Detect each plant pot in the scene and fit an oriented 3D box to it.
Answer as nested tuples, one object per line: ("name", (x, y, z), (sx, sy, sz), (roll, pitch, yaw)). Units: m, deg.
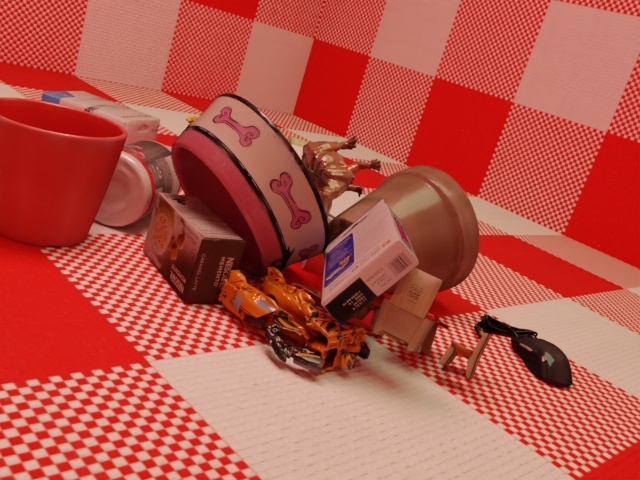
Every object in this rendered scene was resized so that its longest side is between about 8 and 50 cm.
("plant pot", (0.167, 0.004, 1.622), (0.280, 0.323, 0.323), (-18, 35, -35))
("plant pot", (-0.552, -0.135, 1.365), (0.274, 0.243, 0.275), (16, 17, -5))

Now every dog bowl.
("dog bowl", (-0.167, -0.100, 1.453), (0.150, 0.408, 0.408), (-36, 42, -20))

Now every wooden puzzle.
("wooden puzzle", (-0.039, 0.114, 1.481), (0.116, 0.014, 0.078), (19, 17, 5))

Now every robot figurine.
("robot figurine", (-0.043, 0.146, 1.248), (0.291, 0.085, 0.211), (29, 20, 35))

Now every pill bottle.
("pill bottle", (-0.443, -0.151, 1.650), (0.176, 0.176, 0.318), (18, 16, 4))

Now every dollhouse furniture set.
("dollhouse furniture set", (0.191, 0.140, 1.282), (0.262, 0.135, 0.259), (26, -2, 20))

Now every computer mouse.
("computer mouse", (0.455, 0.231, 1.521), (0.184, 0.060, 0.262), (16, 16, -9))

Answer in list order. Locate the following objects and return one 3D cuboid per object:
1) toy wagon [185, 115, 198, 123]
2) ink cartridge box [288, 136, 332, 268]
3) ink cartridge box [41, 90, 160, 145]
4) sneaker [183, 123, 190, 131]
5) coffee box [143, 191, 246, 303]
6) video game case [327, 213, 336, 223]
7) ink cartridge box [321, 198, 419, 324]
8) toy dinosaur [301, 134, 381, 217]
("toy wagon", (-0.318, -0.306, 2.247), (0.344, 0.068, 0.267), (49, 15, 13))
("ink cartridge box", (-0.062, -0.105, 1.740), (0.119, 0.207, 0.353), (19, 26, -12))
("ink cartridge box", (-0.719, -0.382, 2.203), (0.307, 0.129, 0.223), (20, 16, 11))
("sneaker", (-0.428, -0.310, 2.343), (0.131, 0.112, 0.319), (27, 18, -23))
("coffee box", (-0.262, 0.012, 1.367), (0.098, 0.141, 0.246), (5, 21, -36))
("video game case", (-0.005, -0.085, 2.036), (0.190, 0.022, 0.173), (30, 5, 11))
("ink cartridge box", (0.086, 0.026, 1.312), (0.069, 0.175, 0.371), (47, 11, -12))
("toy dinosaur", (0.005, -0.172, 1.567), (0.200, 0.127, 0.296), (1, 33, -21))
